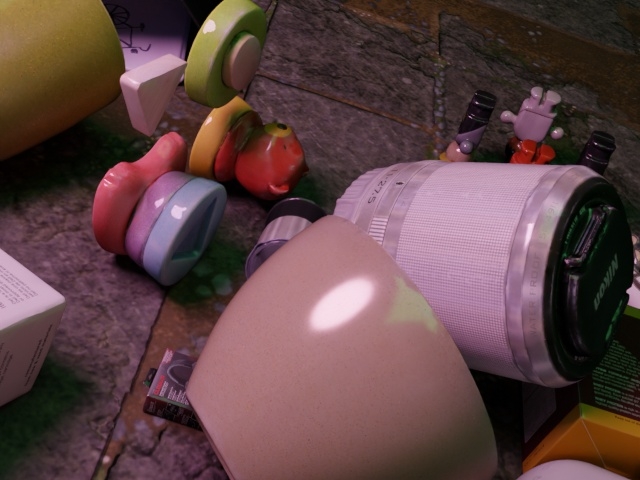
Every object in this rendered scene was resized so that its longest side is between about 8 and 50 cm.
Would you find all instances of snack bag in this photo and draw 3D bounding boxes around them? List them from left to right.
[{"bbox_3d":[-0.366,-0.374,1.208,0.343,0.037,0.323,11,43,-13],"label":"snack bag"}]

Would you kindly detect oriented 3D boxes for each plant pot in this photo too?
[{"bbox_3d":[-0.421,-0.181,0.848,0.275,0.274,0.293,32,58,10],"label":"plant pot"},{"bbox_3d":[-0.007,0.146,0.686,0.191,0.284,0.284,-29,60,-15],"label":"plant pot"}]

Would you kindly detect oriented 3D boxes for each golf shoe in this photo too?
[{"bbox_3d":[0.424,0.067,1.082,0.094,0.077,0.198,6,38,3],"label":"golf shoe"}]

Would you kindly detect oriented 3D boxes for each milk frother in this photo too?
[{"bbox_3d":[0.000,0.000,0.886,0.129,0.143,0.134,34,23,-9],"label":"milk frother"}]

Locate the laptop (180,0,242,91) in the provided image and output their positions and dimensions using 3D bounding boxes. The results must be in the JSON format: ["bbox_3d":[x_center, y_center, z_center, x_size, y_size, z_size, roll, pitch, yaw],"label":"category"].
[{"bbox_3d":[-0.330,-0.444,1.169,0.408,0.236,0.381,-1,48,-17],"label":"laptop"}]

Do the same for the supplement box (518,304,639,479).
[{"bbox_3d":[0.344,0.185,0.872,0.192,0.129,0.194,18,43,-5],"label":"supplement box"}]

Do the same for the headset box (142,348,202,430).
[{"bbox_3d":[-0.137,0.151,0.771,0.083,0.032,0.062,21,42,-4],"label":"headset box"}]

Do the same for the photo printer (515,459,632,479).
[{"bbox_3d":[0.298,0.301,0.654,0.308,0.107,0.256,19,9,21],"label":"photo printer"}]

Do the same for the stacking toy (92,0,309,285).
[{"bbox_3d":[-0.108,-0.105,0.868,0.130,0.279,0.309,29,47,9],"label":"stacking toy"}]

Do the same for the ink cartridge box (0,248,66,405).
[{"bbox_3d":[-0.393,0.074,0.609,0.211,0.121,0.289,35,23,13],"label":"ink cartridge box"}]

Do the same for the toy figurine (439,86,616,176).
[{"bbox_3d":[0.318,-0.128,1.180,0.213,0.148,0.209,-12,47,-30],"label":"toy figurine"}]

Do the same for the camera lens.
[{"bbox_3d":[0.170,0.026,0.809,0.274,0.219,0.219,7,28,41],"label":"camera lens"}]
